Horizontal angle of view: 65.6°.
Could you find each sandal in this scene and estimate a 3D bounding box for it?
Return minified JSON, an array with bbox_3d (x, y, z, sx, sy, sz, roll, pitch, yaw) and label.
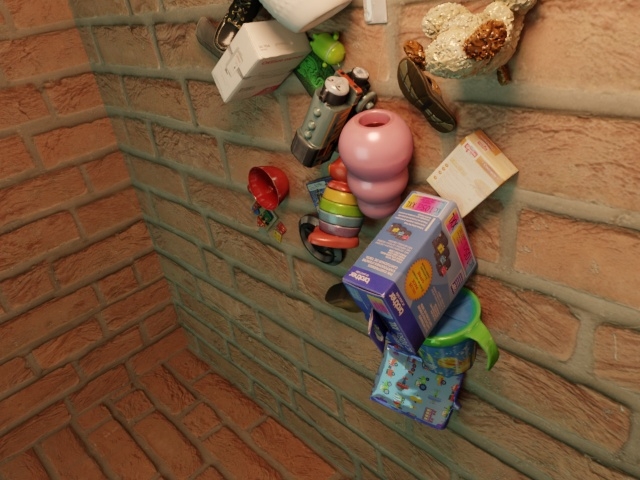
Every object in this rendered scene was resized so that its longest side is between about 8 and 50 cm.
[{"bbox_3d":[0.276,-0.373,1.263,0.219,0.060,0.090,46,153,-7],"label":"sandal"}]

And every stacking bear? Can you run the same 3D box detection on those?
[{"bbox_3d":[0.071,-0.134,1.583,0.164,0.175,0.289,12,106,7],"label":"stacking bear"}]

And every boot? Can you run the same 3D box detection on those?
[{"bbox_3d":[0.157,0.209,1.850,0.115,0.112,0.305,39,149,-26],"label":"boot"},{"bbox_3d":[-0.242,-0.688,1.484,0.085,0.236,0.178,34,173,-9],"label":"boot"},{"bbox_3d":[-0.386,-0.692,1.835,0.208,0.076,0.189,36,126,19],"label":"boot"}]

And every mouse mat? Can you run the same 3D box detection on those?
[{"bbox_3d":[-0.014,-0.517,1.558,0.189,0.007,0.152,56,146,5],"label":"mouse mat"}]

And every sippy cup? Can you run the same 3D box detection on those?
[{"bbox_3d":[0.377,0.285,1.508,0.305,0.240,0.224,-102,-7,-56],"label":"sippy cup"}]

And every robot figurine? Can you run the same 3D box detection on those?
[{"bbox_3d":[0.023,-0.551,1.429,0.115,0.067,0.101,44,132,20],"label":"robot figurine"}]

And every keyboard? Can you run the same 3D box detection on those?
[{"bbox_3d":[0.129,-0.682,1.247,0.072,0.014,0.256,16,128,39],"label":"keyboard"}]

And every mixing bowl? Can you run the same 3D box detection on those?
[{"bbox_3d":[-0.187,-0.217,1.926,0.181,0.098,0.181,31,136,35],"label":"mixing bowl"}]

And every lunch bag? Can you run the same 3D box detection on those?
[{"bbox_3d":[0.350,0.507,1.730,0.293,0.138,0.220,23,103,30],"label":"lunch bag"}]

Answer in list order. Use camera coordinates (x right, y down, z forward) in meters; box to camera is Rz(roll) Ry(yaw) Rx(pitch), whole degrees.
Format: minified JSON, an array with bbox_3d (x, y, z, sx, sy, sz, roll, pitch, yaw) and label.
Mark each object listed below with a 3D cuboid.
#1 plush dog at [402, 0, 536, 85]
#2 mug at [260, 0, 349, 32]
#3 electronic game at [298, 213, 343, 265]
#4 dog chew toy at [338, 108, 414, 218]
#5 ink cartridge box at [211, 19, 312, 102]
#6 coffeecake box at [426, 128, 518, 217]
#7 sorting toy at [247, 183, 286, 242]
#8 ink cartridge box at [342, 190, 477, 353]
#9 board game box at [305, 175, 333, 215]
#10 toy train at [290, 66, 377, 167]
[{"bbox_3d":[0.308,-0.403,1.039,0.262,0.225,0.210,3,118,51],"label":"plush dog"},{"bbox_3d":[-0.076,-0.722,1.287,0.328,0.276,0.374,60,177,-15],"label":"mug"},{"bbox_3d":[0.000,0.000,1.900,0.229,0.048,0.229,35,148,27],"label":"electronic game"},{"bbox_3d":[0.162,-0.200,1.421,0.207,0.207,0.331,30,145,35],"label":"dog chew toy"},{"bbox_3d":[-0.188,-0.563,1.562,0.283,0.207,0.117,-24,91,56],"label":"ink cartridge box"},{"bbox_3d":[0.382,-0.166,1.269,0.142,0.068,0.185,52,145,10],"label":"coffeecake box"},{"bbox_3d":[-0.251,-0.108,2.139,0.274,0.046,0.132,55,146,5],"label":"sorting toy"},{"bbox_3d":[0.232,0.107,1.324,0.151,0.395,0.270,21,153,46],"label":"ink cartridge box"},{"bbox_3d":[0.042,-0.158,1.738,0.201,0.035,0.136,-5,112,53],"label":"board game box"},{"bbox_3d":[0.033,-0.355,1.459,0.142,0.190,0.334,49,145,13],"label":"toy train"}]
